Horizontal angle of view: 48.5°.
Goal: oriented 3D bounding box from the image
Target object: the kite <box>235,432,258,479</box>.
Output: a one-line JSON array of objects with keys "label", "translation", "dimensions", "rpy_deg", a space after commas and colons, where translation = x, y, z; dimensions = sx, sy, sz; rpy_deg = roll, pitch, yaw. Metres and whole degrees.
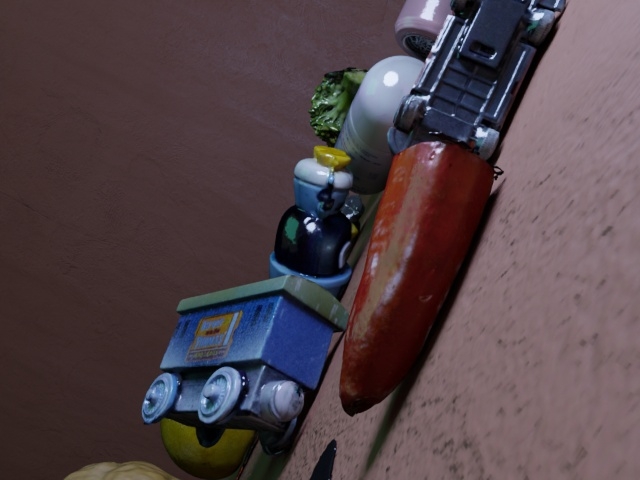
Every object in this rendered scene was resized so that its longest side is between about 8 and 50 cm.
[{"label": "kite", "translation": [-0.146, 0.436, 1.498], "dimensions": [0.222, 0.008, 0.125], "rpy_deg": [-63, 0, -1]}]

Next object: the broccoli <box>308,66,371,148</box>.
[{"label": "broccoli", "translation": [0.093, -0.245, 1.418], "dimensions": [0.273, 0.242, 0.180], "rpy_deg": [-40, -44, -75]}]

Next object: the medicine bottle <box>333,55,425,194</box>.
[{"label": "medicine bottle", "translation": [0.103, -0.184, 1.167], "dimensions": [0.130, 0.130, 0.341], "rpy_deg": [-63, 0, -15]}]

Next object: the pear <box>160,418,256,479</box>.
[{"label": "pear", "translation": [-0.238, 0.396, 1.514], "dimensions": [0.209, 0.209, 0.209], "rpy_deg": [-63, 1, 1]}]

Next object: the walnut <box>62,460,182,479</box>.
[{"label": "walnut", "translation": [-0.180, 0.312, 0.601], "dimensions": [0.257, 0.257, 0.224], "rpy_deg": [-72, -24, -85]}]

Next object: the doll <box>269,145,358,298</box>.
[{"label": "doll", "translation": [-0.008, 0.002, 1.197], "dimensions": [0.177, 0.141, 0.314], "rpy_deg": [-112, 32, -70]}]

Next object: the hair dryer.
[{"label": "hair dryer", "translation": [0.221, -0.383, 0.956], "dimensions": [0.210, 0.125, 0.352], "rpy_deg": [-64, 7, -8]}]

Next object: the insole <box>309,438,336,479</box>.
[{"label": "insole", "translation": [-0.009, 0.198, 0.464], "dimensions": [0.080, 0.003, 0.232], "rpy_deg": [-63, 0, 10]}]

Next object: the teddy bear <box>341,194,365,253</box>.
[{"label": "teddy bear", "translation": [-0.005, 0.015, 1.554], "dimensions": [0.251, 0.144, 0.171], "rpy_deg": [-60, -14, -15]}]

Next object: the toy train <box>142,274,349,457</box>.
[{"label": "toy train", "translation": [-0.111, 0.158, 0.912], "dimensions": [0.300, 0.131, 0.202], "rpy_deg": [-15, 49, 49]}]

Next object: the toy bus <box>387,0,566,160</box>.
[{"label": "toy bus", "translation": [0.111, -0.115, 0.532], "dimensions": [0.077, 0.079, 0.174], "rpy_deg": [76, -141, -78]}]

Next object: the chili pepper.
[{"label": "chili pepper", "translation": [0.048, 0.027, 0.435], "dimensions": [0.088, 0.065, 0.169], "rpy_deg": [116, 177, -73]}]
